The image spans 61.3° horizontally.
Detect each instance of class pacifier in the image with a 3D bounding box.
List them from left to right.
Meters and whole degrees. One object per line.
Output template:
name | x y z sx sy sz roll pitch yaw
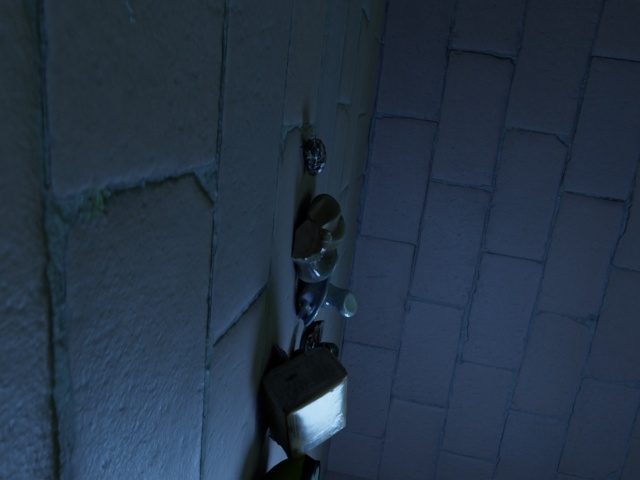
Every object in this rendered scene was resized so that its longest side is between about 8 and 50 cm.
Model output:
pacifier | 0.034 0.189 1.854 0.227 0.207 0.279 119 -7 -54

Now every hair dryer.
hair dryer | -0.005 0.527 2.156 0.195 0.078 0.248 42 64 -73

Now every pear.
pear | -0.119 0.825 1.609 0.399 0.165 0.398 9 90 -82

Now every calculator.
calculator | -0.044 0.440 2.163 0.330 0.048 0.220 -32 132 -76

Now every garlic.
garlic | -0.001 -0.001 1.708 0.325 0.132 0.279 -40 148 -70

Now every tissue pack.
tissue pack | -0.061 0.447 1.575 0.305 0.239 0.238 89 13 -46

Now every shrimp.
shrimp | -0.018 -0.246 1.534 0.073 0.075 0.190 -45 167 -16

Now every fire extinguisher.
fire extinguisher | -0.064 0.452 1.849 0.118 0.093 0.294 80 20 -59

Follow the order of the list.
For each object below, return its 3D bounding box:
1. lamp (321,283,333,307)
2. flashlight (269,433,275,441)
lamp | 0.015 0.212 2.102 0.105 0.105 0.105 9 90 -82
flashlight | -0.104 0.582 1.704 0.129 0.051 0.051 -41 156 -18
